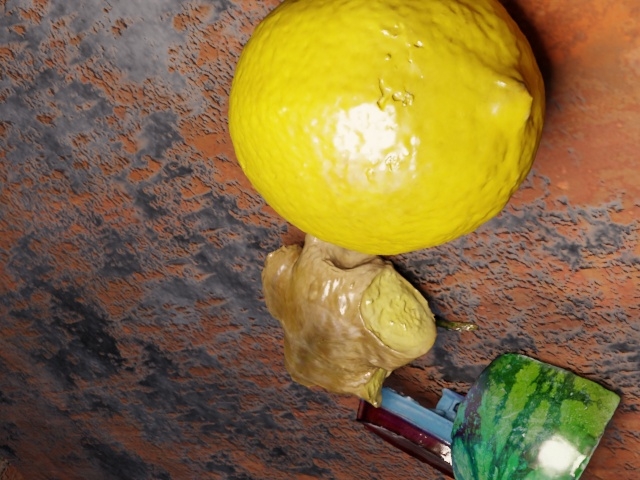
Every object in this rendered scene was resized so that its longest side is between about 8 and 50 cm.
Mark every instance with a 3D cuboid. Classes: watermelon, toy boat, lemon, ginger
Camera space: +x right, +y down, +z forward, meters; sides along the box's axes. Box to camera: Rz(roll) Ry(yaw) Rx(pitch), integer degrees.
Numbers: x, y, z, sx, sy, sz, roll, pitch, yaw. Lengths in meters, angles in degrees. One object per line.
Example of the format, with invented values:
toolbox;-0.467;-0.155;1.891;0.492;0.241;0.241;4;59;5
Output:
watermelon;0.214;0.231;1.347;0.146;0.231;0.128;31;-173;7
toy boat;0.146;0.225;1.472;0.223;0.097;0.100;26;157;28
lemon;0.053;-0.110;1.010;0.267;0.267;0.267;25;145;19
ginger;0.008;0.102;1.405;0.219;0.123;0.270;48;139;3

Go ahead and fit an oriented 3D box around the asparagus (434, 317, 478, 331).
asparagus;0.112;0.091;1.411;0.163;0.016;0.016;11;120;37
